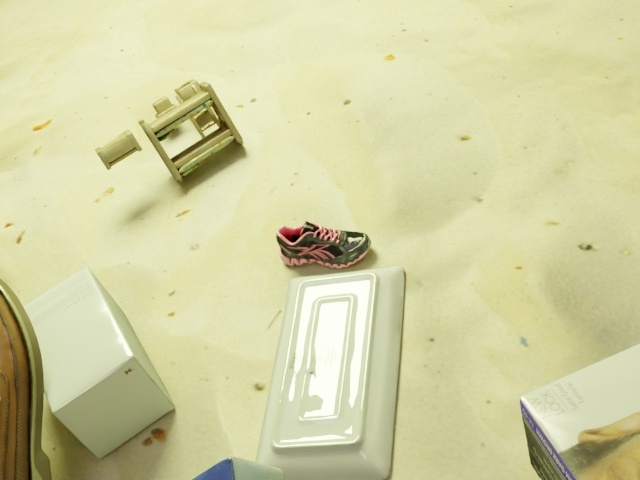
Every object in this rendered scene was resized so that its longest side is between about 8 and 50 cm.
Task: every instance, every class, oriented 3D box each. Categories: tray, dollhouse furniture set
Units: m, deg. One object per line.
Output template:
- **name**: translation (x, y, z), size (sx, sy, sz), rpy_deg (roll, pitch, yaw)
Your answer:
- **tray**: translation (0.011, 0.131, 0.972), size (0.145, 0.030, 0.270), rpy_deg (-8, 46, 19)
- **dollhouse furniture set**: translation (-0.225, -0.142, 1.319), size (0.182, 0.101, 0.161), rpy_deg (-33, 20, -7)

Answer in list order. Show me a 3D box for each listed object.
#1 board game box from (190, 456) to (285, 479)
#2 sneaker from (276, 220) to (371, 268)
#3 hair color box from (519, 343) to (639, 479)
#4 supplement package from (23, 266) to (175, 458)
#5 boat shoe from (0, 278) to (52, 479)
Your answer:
- **board game box**: translation (-0.131, 0.372, 0.661), size (0.318, 0.066, 0.318), rpy_deg (-37, 47, 24)
- **sneaker**: translation (0.000, 0.000, 1.082), size (0.119, 0.057, 0.047), rpy_deg (-4, 46, 20)
- **hair color box**: translation (0.355, 0.149, 0.717), size (0.339, 0.110, 0.185), rpy_deg (-24, 39, -4)
- **supplement package**: translation (-0.260, 0.136, 1.034), size (0.105, 0.105, 0.179), rpy_deg (-33, 43, -9)
- **boat shoe**: translation (-0.353, 0.177, 0.931), size (0.111, 0.104, 0.307), rpy_deg (-31, 68, 34)
